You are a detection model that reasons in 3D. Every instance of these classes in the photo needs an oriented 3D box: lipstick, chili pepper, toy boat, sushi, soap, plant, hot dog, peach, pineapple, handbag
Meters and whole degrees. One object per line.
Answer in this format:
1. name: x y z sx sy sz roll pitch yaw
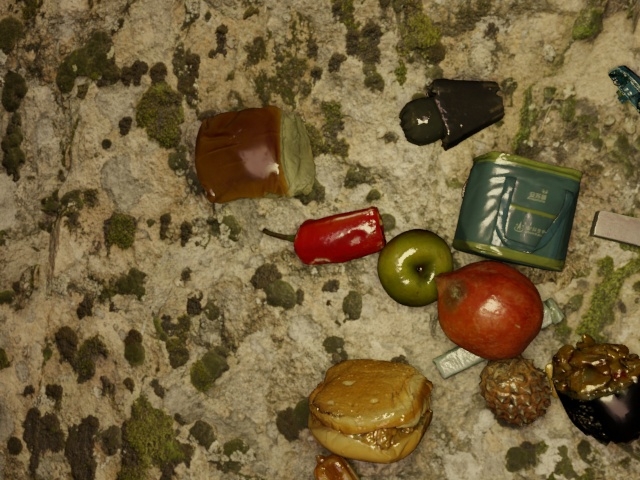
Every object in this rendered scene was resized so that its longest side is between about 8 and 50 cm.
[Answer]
1. lipstick: 0.808 -0.003 1.440 0.318 0.068 0.066 15 93 14
2. chili pepper: -0.001 0.003 1.609 0.339 0.134 0.131 -10 89 13
3. toy boat: 0.741 -0.358 1.470 0.061 0.060 0.137 -38 86 -9
4. sushi: 0.657 0.334 1.412 0.200 0.213 0.203 -25 92 -23
5. soap: 0.580 0.346 1.517 0.034 0.012 0.089 -14 85 13
6. plant: 0.324 -0.319 1.534 0.256 0.142 0.164 -17 86 9
7. hot dog: 0.069 0.661 1.606 0.102 0.076 0.249 -36 79 -2
8. peach: 0.376 0.147 1.418 0.257 0.232 0.232 39 98 -2
9. pineapple: 0.477 0.369 1.478 0.166 0.166 0.193 -28 112 12
10. handbag: 0.462 -0.065 1.444 0.263 0.222 0.240 11 92 -1

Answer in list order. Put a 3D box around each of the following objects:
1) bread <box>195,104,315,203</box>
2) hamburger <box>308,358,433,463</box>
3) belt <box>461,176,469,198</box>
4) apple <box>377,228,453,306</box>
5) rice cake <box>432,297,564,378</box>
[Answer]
1. bread: -0.177 -0.216 1.613 0.279 0.225 0.250 -9 85 18
2. hamburger: 0.122 0.403 1.487 0.284 0.304 0.174 5 100 23
3. belt: 0.395 -0.134 1.565 0.059 0.036 0.083 29 96 6
4. apple: 0.234 0.067 1.532 0.197 0.157 0.196 0 92 0
5. rice cake: 0.441 0.246 1.529 0.336 0.063 0.066 -30 77 12
